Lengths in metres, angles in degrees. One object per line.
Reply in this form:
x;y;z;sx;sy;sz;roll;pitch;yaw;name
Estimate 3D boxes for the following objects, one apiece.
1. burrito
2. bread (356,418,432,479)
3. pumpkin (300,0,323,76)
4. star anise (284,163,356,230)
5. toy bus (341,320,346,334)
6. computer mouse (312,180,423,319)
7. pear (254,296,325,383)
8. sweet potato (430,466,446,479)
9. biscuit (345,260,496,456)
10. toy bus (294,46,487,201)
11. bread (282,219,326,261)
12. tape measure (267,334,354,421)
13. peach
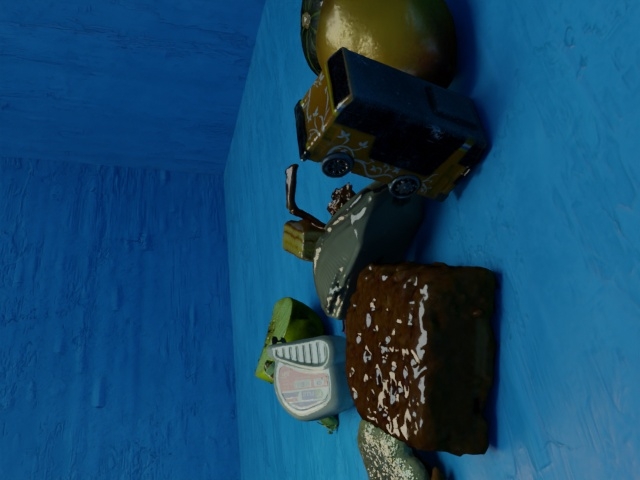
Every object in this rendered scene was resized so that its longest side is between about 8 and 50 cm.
-0.062;0.464;1.999;0.054;0.288;0.104;-47;-15;-20;burrito
0.162;0.489;1.384;0.286;0.056;0.207;67;151;16;bread
0.072;-0.543;1.674;0.323;0.241;0.323;-175;90;-75;pumpkin
0.039;-0.066;1.703;0.148;0.346;0.237;-28;31;35;star anise
0.096;0.162;1.731;0.098;0.087;0.178;116;155;-56;toy bus
0.091;0.003;1.506;0.145;0.228;0.429;47;135;29;computer mouse
-0.071;0.306;2.117;0.292;0.159;0.292;-158;90;-77;pear
0.230;0.532;1.268;0.058;0.055;0.202;40;-132;-75;sweet potato
0.178;0.207;1.315;0.395;0.166;0.342;172;99;-72;biscuit
0.133;-0.207;1.257;0.194;0.323;0.162;-52;34;41;toy bus
0.000;0.000;1.905;0.234;0.184;0.110;-163;81;-71;bread
-0.018;0.374;1.875;0.243;0.125;0.246;-15;75;37;tape measure
0.141;-0.399;1.393;0.289;0.308;0.289;-52;-9;-12;peach
